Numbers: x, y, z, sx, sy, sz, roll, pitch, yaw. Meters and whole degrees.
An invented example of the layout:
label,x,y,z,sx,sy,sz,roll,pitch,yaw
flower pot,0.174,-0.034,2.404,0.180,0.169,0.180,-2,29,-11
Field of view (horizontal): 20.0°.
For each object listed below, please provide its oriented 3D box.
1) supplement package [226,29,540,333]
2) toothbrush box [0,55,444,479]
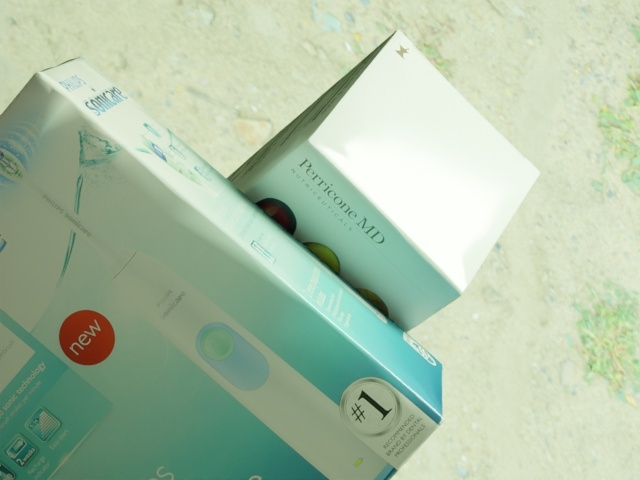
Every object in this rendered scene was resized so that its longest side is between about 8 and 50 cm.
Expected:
label,x,y,z,sx,sy,sz,roll,pitch,yaw
supplement package,0.000,0.000,1.183,0.139,0.244,0.134,44,46,-7
toothbrush box,-0.106,0.070,1.050,0.295,0.216,0.126,42,10,-3
